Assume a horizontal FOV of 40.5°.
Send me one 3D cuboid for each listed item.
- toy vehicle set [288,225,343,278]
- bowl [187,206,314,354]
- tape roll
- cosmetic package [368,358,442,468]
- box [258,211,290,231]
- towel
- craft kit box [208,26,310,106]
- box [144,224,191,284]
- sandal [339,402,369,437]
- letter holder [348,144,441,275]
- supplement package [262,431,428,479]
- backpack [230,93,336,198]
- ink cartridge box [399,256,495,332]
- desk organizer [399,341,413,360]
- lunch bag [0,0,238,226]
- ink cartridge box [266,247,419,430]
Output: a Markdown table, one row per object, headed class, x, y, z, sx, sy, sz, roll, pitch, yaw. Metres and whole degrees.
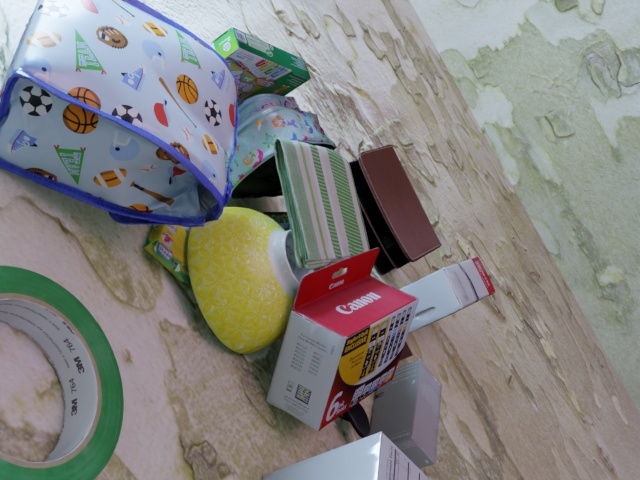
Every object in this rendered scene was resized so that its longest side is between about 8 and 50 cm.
| class | x | y | z | sx | sy | sz | roll | pitch | yaw |
| --- | --- | --- | --- | --- | --- | --- | --- | --- | --- |
| toy vehicle set | 0.000 | 0.000 | 1.879 | 0.267 | 0.035 | 0.166 | 61 | 39 | -55 |
| bowl | -0.105 | 0.058 | 1.637 | 0.289 | 0.156 | 0.289 | 48 | 32 | -45 |
| tape roll | -0.407 | 0.194 | 1.149 | 0.321 | 0.077 | 0.321 | 40 | 35 | -36 |
| cosmetic package | 0.188 | 0.393 | 1.919 | 0.107 | 0.127 | 0.238 | 51 | 28 | -21 |
| box | -0.071 | -0.006 | 1.921 | 0.207 | 0.036 | 0.114 | -5 | 70 | -60 |
| towel | 0.007 | -0.069 | 1.723 | 0.325 | 0.038 | 0.247 | -3 | 80 | -66 |
| craft kit box | -0.187 | -0.318 | 1.773 | 0.250 | 0.247 | 0.061 | 8 | 61 | -56 |
| box | -0.261 | -0.005 | 1.598 | 0.105 | 0.043 | 0.179 | 47 | 30 | -28 |
| sandal | 0.042 | 0.338 | 1.822 | 0.179 | 0.040 | 0.067 | 54 | 21 | 15 |
| letter holder | 0.148 | -0.070 | 2.224 | 0.214 | 0.152 | 0.301 | -23 | 87 | -60 |
| supplement package | 0.029 | 0.472 | 1.438 | 0.145 | 0.262 | 0.204 | 48 | 31 | -27 |
| backpack | -0.115 | -0.190 | 1.805 | 0.191 | 0.225 | 0.253 | 55 | 25 | 5 |
| ink cartridge box | 0.310 | 0.144 | 2.256 | 0.273 | 0.197 | 0.114 | -12 | 75 | -61 |
| desk organizer | 0.185 | 0.228 | 2.130 | 0.130 | 0.050 | 0.047 | 63 | 28 | -1 |
| lunch bag | -0.319 | -0.216 | 1.433 | 0.385 | 0.239 | 0.327 | 22 | 46 | -24 |
| ink cartridge box | 0.057 | 0.181 | 1.695 | 0.130 | 0.271 | 0.309 | 25 | 23 | 25 |
